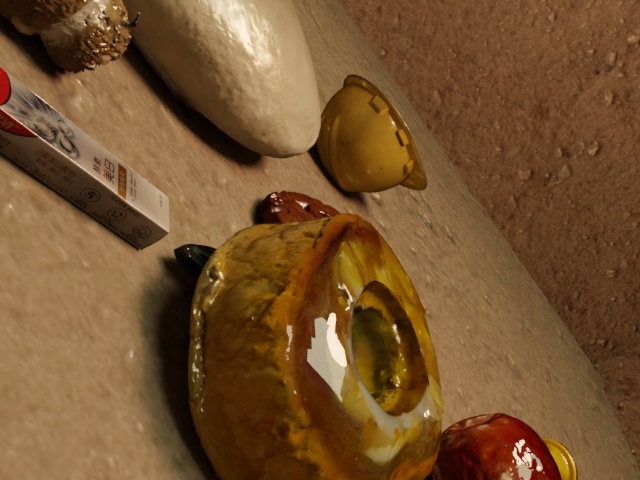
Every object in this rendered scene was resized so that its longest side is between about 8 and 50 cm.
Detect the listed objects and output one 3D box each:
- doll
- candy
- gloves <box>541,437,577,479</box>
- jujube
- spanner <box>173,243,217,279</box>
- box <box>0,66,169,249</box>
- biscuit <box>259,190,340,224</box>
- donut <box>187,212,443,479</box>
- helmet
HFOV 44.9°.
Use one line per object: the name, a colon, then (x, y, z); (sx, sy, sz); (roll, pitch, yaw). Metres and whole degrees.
doll: (-0.275, -0.255, 0.739); (0.221, 0.115, 0.105); (40, 35, -30)
candy: (-0.131, -0.307, 1.078); (0.426, 0.186, 0.386); (58, 14, -17)
gloves: (0.334, 0.393, 1.315); (0.294, 0.116, 0.133); (22, 33, -51)
jujube: (0.240, 0.360, 1.021); (0.190, 0.190, 0.255); (10, 69, -66)
spanner: (-0.059, 0.062, 0.891); (0.325, 0.040, 0.095); (33, 32, -55)
box: (-0.220, -0.070, 0.679); (0.218, 0.040, 0.055); (41, 27, -42)
biscuit: (0.000, 0.000, 1.055); (0.192, 0.049, 0.192); (29, 25, -15)
donut: (0.016, 0.122, 0.760); (0.330, 0.160, 0.329); (39, 44, -52)
helmet: (0.071, -0.165, 1.431); (0.257, 0.140, 0.205); (61, -16, -23)
